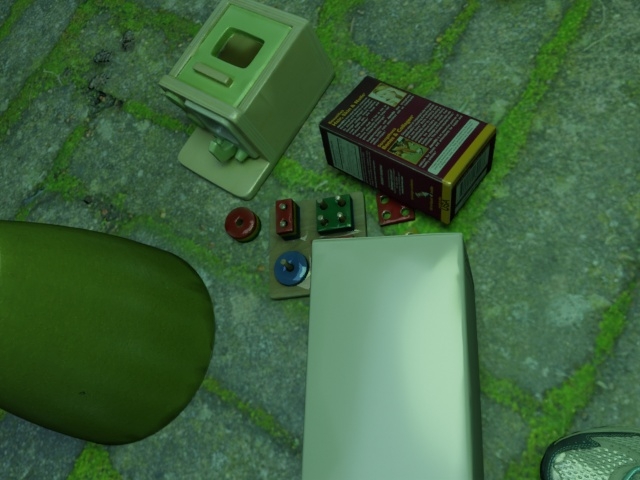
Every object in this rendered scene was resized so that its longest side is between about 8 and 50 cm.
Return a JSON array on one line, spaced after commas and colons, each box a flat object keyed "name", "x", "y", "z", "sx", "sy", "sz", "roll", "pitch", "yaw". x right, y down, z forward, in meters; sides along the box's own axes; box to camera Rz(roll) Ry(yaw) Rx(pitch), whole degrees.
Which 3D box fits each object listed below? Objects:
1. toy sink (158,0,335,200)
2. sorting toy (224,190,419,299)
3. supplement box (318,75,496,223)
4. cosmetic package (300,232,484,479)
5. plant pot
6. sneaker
[{"name": "toy sink", "x": -0.117, "y": -0.202, "z": 0.820, "sx": 0.153, "sy": 0.131, "sz": 0.234, "roll": 30, "pitch": 83, "yaw": 27}, {"name": "sorting toy", "x": 0.000, "y": 0.000, "z": 0.750, "sx": 0.275, "sy": 0.046, "sz": 0.132, "roll": -8, "pitch": 68, "yaw": 16}, {"name": "supplement box", "x": 0.105, "y": -0.116, "z": 0.725, "sx": 0.188, "sy": 0.081, "sz": 0.104, "roll": 30, "pitch": 66, "yaw": 26}, {"name": "cosmetic package", "x": 0.076, "y": 0.195, "z": 0.567, "sx": 0.155, "sy": 0.197, "sz": 0.365, "roll": -3, "pitch": 71, "yaw": 18}, {"name": "plant pot", "x": -0.316, "y": 0.092, "z": 0.687, "sx": 0.275, "sy": 0.293, "sz": 0.274, "roll": -7, "pitch": 69, "yaw": 17}, {"name": "sneaker", "x": 0.338, "y": 0.230, "z": 0.501, "sx": 0.283, "sy": 0.122, "sz": 0.110, "roll": 11, "pitch": 74, "yaw": 23}]
